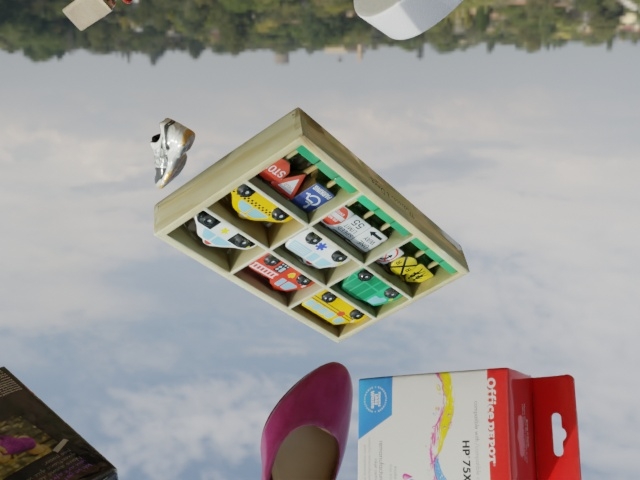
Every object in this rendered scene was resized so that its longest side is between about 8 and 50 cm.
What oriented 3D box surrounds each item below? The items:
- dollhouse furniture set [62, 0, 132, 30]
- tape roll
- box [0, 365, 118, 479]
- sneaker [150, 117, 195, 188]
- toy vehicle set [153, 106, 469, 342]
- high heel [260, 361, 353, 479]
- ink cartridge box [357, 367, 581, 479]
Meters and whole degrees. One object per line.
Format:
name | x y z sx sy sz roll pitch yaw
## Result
dollhouse furniture set | -0.362 -0.481 1.330 0.135 0.259 0.262 -15 -144 43
tape roll | 0.193 -0.496 1.358 0.072 0.392 0.392 28 -179 -23
box | -0.325 0.271 0.908 0.143 0.165 0.270 -22 -149 -36
sneaker | -0.149 -0.086 0.851 0.037 0.083 0.032 36 -137 3
toy vehicle set | 0.000 0.000 0.815 0.166 0.035 0.267 -32 137 24
high heel | -0.017 0.335 1.120 0.127 0.377 0.181 27 164 -21
ink cartridge box | 0.157 0.213 0.956 0.231 0.134 0.078 -11 159 32
